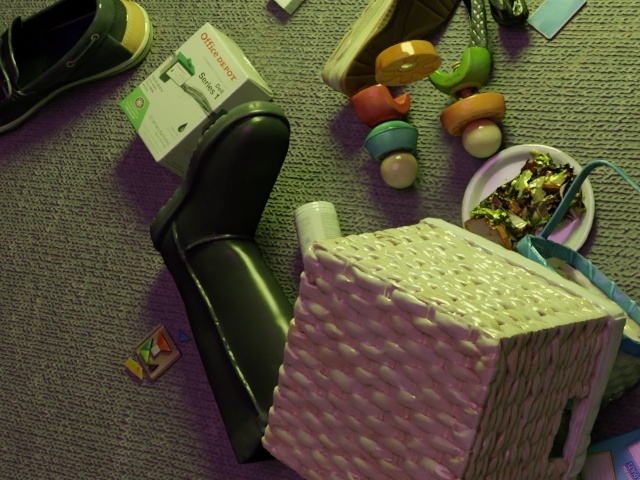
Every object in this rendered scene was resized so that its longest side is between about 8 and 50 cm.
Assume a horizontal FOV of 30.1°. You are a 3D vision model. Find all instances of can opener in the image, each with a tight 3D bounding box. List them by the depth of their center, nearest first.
[{"bbox_3d":[0.283,-0.410,1.882,0.059,0.073,0.186,-17,53,8],"label":"can opener"}]

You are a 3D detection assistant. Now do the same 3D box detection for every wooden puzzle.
[{"bbox_3d":[-0.275,0.187,1.996,0.116,0.014,0.078,-48,59,5],"label":"wooden puzzle"}]

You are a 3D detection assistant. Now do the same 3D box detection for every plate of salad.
[{"bbox_3d":[0.300,-0.048,1.747,0.200,0.048,0.200,-6,76,24],"label":"plate of salad"}]

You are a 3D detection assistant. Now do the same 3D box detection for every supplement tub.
[{"bbox_3d":[0.000,0.000,1.882,0.071,0.071,0.107,-20,65,20],"label":"supplement tub"}]

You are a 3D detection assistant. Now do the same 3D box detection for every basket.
[{"bbox_3d":[0.148,0.182,1.488,0.331,0.266,0.328,28,113,37],"label":"basket"},{"bbox_3d":[0.379,0.072,1.585,0.255,0.201,0.289,44,106,32],"label":"basket"}]

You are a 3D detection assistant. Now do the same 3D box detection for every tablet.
[{"bbox_3d":[0.367,-0.357,1.849,0.083,0.006,0.054,-47,59,7],"label":"tablet"}]

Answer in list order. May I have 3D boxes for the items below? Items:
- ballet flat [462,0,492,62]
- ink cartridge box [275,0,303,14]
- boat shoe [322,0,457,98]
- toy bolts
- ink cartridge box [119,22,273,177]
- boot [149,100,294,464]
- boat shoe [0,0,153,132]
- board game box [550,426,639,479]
[{"bbox_3d":[0.238,-0.352,1.881,0.049,0.057,0.173,-8,71,4],"label":"ballet flat"},{"bbox_3d":[-0.037,-0.457,2.078,0.115,0.029,0.063,-47,59,7],"label":"ink cartridge box"},{"bbox_3d":[0.116,-0.360,1.923,0.302,0.109,0.098,-52,37,-4],"label":"boat shoe"},{"bbox_3d":[0.147,-0.181,1.806,0.228,0.218,0.158,-27,70,38],"label":"toy bolts"},{"bbox_3d":[-0.215,-0.244,2.062,0.219,0.092,0.160,-42,60,10],"label":"ink cartridge box"},{"bbox_3d":[-0.087,0.066,1.814,0.367,0.146,0.445,-54,48,40],"label":"boot"},{"bbox_3d":[-0.555,-0.338,2.236,0.500,0.156,0.187,-19,68,22],"label":"boat shoe"},{"bbox_3d":[0.419,0.378,1.534,0.336,0.079,0.254,-24,64,19],"label":"board game box"}]
